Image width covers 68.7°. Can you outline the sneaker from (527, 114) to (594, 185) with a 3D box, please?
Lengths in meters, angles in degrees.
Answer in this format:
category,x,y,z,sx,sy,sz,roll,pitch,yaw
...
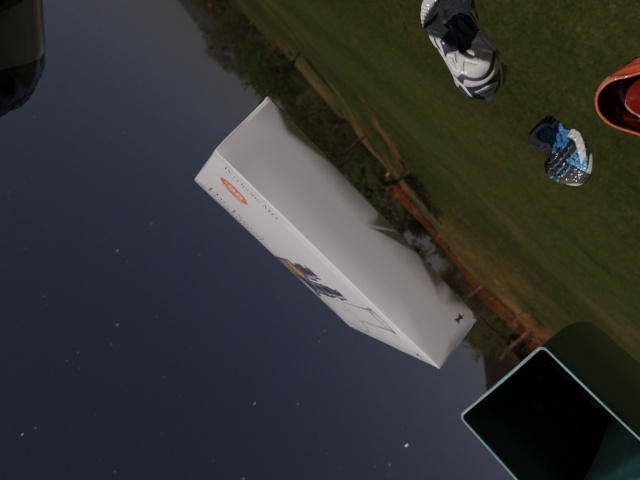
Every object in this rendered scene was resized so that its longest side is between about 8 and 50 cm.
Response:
category,x,y,z,sx,sy,sz,roll,pitch,yaw
sneaker,0.392,-0.133,0.725,0.083,0.071,0.190,28,-145,-9

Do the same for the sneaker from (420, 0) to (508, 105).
category,x,y,z,sx,sy,sz,roll,pitch,yaw
sneaker,0.258,-0.335,0.823,0.153,0.094,0.235,35,-149,-52

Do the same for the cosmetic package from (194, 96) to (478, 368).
category,x,y,z,sx,sy,sz,roll,pitch,yaw
cosmetic package,0.000,0.000,0.669,0.377,0.097,0.284,44,165,-14

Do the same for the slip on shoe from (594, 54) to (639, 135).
category,x,y,z,sx,sy,sz,roll,pitch,yaw
slip on shoe,0.442,-0.128,0.486,0.331,0.101,0.123,48,159,54

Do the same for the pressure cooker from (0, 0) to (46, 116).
category,x,y,z,sx,sy,sz,roll,pitch,yaw
pressure cooker,-0.351,-0.286,0.219,0.376,0.420,0.370,-3,-150,-28

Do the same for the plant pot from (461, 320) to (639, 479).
category,x,y,z,sx,sy,sz,roll,pitch,yaw
plant pot,0.348,0.215,0.643,0.234,0.165,0.165,-15,-125,-47
